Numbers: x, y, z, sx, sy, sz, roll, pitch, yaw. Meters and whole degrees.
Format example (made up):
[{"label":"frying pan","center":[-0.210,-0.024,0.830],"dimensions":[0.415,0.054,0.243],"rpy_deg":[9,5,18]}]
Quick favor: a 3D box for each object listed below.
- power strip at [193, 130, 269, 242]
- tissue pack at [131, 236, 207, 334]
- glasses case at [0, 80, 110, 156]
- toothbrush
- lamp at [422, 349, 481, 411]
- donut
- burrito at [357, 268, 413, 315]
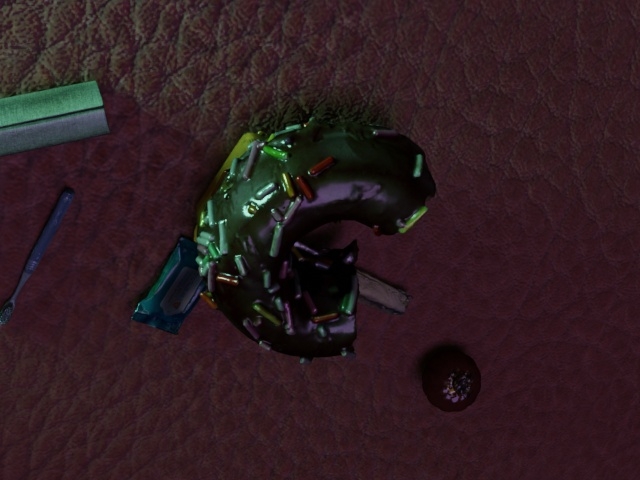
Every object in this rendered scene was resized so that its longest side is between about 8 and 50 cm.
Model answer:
[{"label":"power strip","center":[-0.117,-0.064,1.317],"dimensions":[0.049,0.028,0.178],"rpy_deg":[21,116,-35]},{"label":"tissue pack","center":[-0.194,0.062,1.384],"dimensions":[0.085,0.028,0.138],"rpy_deg":[25,108,-39]},{"label":"glasses case","center":[-0.346,-0.132,1.139],"dimensions":[0.205,0.071,0.047],"rpy_deg":[-13,126,-13]},{"label":"toothbrush","center":[-0.363,0.023,1.285],"dimensions":[0.016,0.019,0.219],"rpy_deg":[26,113,-20]},{"label":"lamp","center":[0.213,0.228,1.643],"dimensions":[0.101,0.090,0.101],"rpy_deg":[1,87,-21]},{"label":"donut","center":[-0.022,-0.001,1.295],"dimensions":[0.259,0.136,0.345],"rpy_deg":[13,119,-26]},{"label":"burrito","center":[0.061,0.070,1.491],"dimensions":[0.185,0.041,0.045],"rpy_deg":[27,70,-35]}]
